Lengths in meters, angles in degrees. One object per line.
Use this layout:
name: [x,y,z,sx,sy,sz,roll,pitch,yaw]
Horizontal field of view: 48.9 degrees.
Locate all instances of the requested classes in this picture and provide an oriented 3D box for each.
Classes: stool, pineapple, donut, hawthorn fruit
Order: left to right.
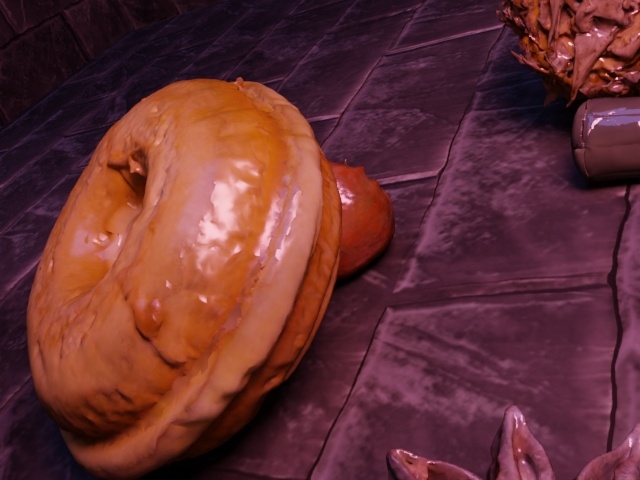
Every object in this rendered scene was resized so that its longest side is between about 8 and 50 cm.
donut: [-0.154,0.025,0.738,0.449,0.198,0.448,-32,42,34]
hawthorn fruit: [0.010,-0.012,0.861,0.189,0.149,0.149,-59,18,27]
stool: [0.339,-0.113,0.780,0.110,0.096,0.096,-1,38,31]
pineapple: [0.376,-0.324,0.850,0.353,0.352,0.300,5,34,42]

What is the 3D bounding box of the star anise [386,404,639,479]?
star anise: [0.135,0.212,0.418,0.236,0.108,0.223,-16,35,-17]
